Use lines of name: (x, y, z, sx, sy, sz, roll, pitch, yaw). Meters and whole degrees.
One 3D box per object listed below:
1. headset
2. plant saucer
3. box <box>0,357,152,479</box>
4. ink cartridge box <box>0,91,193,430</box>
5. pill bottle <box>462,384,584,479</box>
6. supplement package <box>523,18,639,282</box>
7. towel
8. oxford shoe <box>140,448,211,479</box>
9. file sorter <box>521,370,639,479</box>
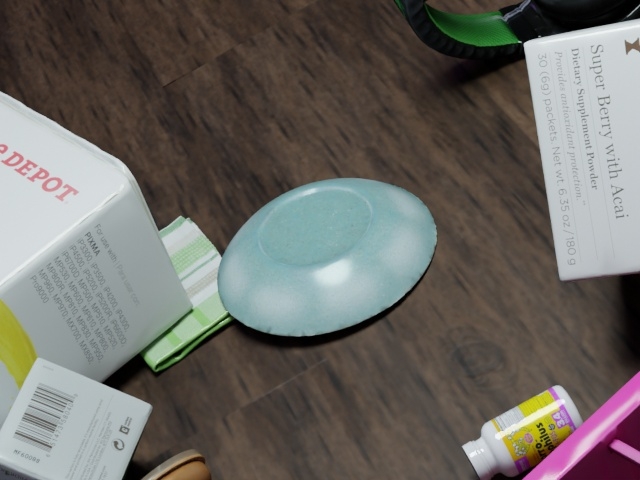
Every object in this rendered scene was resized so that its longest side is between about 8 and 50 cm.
headset: (0.234, -0.308, 1.551, 0.394, 0.243, 0.185, -19, 53, -9)
plant saucer: (0.000, 0.000, 1.482, 0.194, 0.037, 0.195, -12, 38, 9)
box: (-0.199, 0.167, 1.350, 0.102, 0.087, 0.101, 24, 49, -4)
ink cartridge box: (-0.344, 0.068, 1.480, 0.384, 0.160, 0.279, -40, 42, -19)
pill bottle: (0.144, 0.140, 1.242, 0.083, 0.043, 0.043, -29, 37, 0)
supplement package: (0.317, -0.082, 1.234, 0.292, 0.178, 0.175, -8, 3, 24)
towel: (-0.130, 0.048, 1.539, 0.113, 0.023, 0.152, -36, 40, -7)
oxford shoe: (-0.140, 0.247, 1.284, 0.076, 0.076, 0.212, 30, 67, 22)
file sorter: (0.237, 0.202, 0.978, 0.290, 0.202, 0.182, -40, 37, -15)
